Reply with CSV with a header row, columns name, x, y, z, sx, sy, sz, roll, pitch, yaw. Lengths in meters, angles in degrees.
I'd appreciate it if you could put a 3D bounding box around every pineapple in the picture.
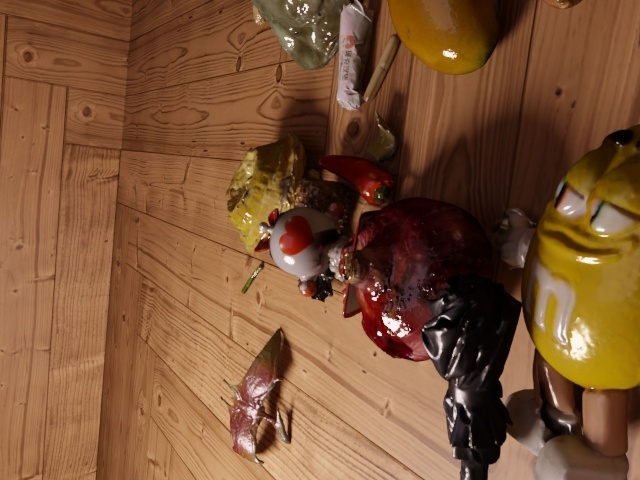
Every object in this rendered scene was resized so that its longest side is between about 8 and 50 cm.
name,x,y,z,sx,sy,sz,roll,pitch,yaw
pineapple,0.000,0.000,1.135,0.125,0.125,0.251,23,112,55

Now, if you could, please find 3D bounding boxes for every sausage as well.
name,x,y,z,sx,sy,sz,roll,pitch,yaw
sausage,0.115,-0.321,1.054,0.024,0.024,0.132,58,134,40

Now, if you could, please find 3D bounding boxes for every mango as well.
name,x,y,z,sx,sy,sz,roll,pitch,yaw
mango,0.182,-0.373,0.855,0.175,0.139,0.254,-8,88,59

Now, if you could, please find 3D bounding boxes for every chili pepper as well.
name,x,y,z,sx,sy,sz,roll,pitch,yaw
chili pepper,0.077,-0.120,1.055,0.272,0.071,0.063,42,141,51

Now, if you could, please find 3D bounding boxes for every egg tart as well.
name,x,y,z,sx,sy,sz,roll,pitch,yaw
egg tart,-0.131,-0.116,1.269,0.290,0.115,0.290,-48,32,43

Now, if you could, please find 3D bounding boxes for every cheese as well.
name,x,y,z,sx,sy,sz,roll,pitch,yaw
cheese,0.114,-0.192,1.032,0.060,0.041,0.084,-130,36,-54

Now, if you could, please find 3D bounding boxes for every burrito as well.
name,x,y,z,sx,sy,sz,roll,pitch,yaw
burrito,0.066,-0.357,1.097,0.064,0.064,0.203,17,105,55

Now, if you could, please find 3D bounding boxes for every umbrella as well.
name,x,y,z,sx,sy,sz,roll,pitch,yaw
umbrella,0.189,0.205,0.705,0.118,0.118,0.340,23,124,55

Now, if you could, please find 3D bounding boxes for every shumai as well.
name,x,y,z,sx,sy,sz,roll,pitch,yaw
shumai,-0.085,-0.530,1.155,0.309,0.263,0.304,45,122,48

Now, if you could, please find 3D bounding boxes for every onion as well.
name,x,y,z,sx,sy,sz,roll,pitch,yaw
onion,0.129,0.048,0.835,0.252,0.219,0.252,-170,90,-67

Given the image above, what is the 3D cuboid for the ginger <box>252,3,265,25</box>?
name,x,y,z,sx,sy,sz,roll,pitch,yaw
ginger,-0.111,-0.654,1.361,0.149,0.065,0.258,-78,6,-46

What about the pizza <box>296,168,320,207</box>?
name,x,y,z,sx,sy,sz,roll,pitch,yaw
pizza,-0.041,-0.073,1.251,0.134,0.046,0.175,48,126,47

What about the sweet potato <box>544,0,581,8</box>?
name,x,y,z,sx,sy,sz,roll,pitch,yaw
sweet potato,0.296,-0.443,0.726,0.109,0.109,0.385,-33,49,51

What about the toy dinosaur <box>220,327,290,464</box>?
name,x,y,z,sx,sy,sz,roll,pitch,yaw
toy dinosaur,-0.147,0.384,1.357,0.206,0.113,0.327,-8,92,30

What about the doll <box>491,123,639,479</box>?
name,x,y,z,sx,sy,sz,roll,pitch,yaw
doll,0.303,0.083,0.642,0.348,0.161,0.423,142,131,-68

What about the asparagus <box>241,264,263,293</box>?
name,x,y,z,sx,sy,sz,roll,pitch,yaw
asparagus,-0.180,0.102,1.476,0.015,0.018,0.127,50,133,12

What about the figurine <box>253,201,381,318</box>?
name,x,y,z,sx,sy,sz,roll,pitch,yaw
figurine,-0.012,0.013,1.017,0.226,0.160,0.183,14,101,24
